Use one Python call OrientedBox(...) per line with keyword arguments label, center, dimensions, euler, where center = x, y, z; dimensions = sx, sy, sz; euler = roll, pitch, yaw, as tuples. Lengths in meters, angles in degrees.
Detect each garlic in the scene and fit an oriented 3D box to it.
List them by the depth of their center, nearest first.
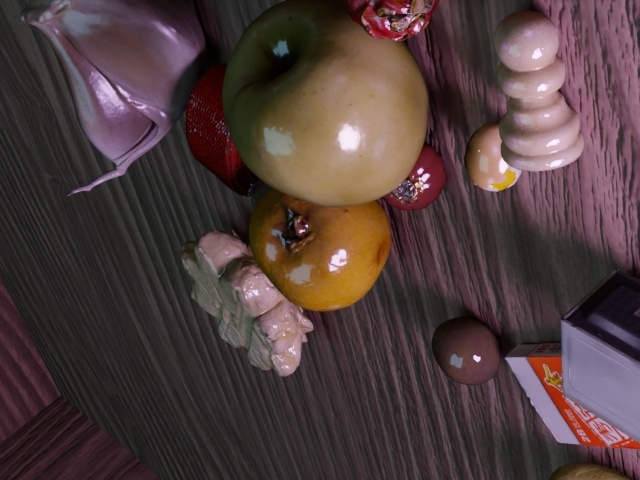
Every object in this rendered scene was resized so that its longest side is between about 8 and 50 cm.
OrientedBox(label="garlic", center=(-0.285, -0.252, 2.015), dimensions=(0.231, 0.246, 0.340), euler=(11, 119, 40))

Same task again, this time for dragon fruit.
OrientedBox(label="dragon fruit", center=(0.056, -0.307, 1.492), dimensions=(0.125, 0.125, 0.246), euler=(56, 169, -30))

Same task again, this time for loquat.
OrientedBox(label="loquat", center=(0.000, 0.000, 1.906), dimensions=(0.208, 0.208, 0.208), euler=(39, 153, 25))

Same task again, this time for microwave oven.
OrientedBox(label="microwave oven", center=(0.396, 0.148, 1.516), dimensions=(0.205, 0.129, 0.163), euler=(32, 147, 35))

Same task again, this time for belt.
OrientedBox(label="belt", center=(-0.120, -0.160, 1.979), dimensions=(0.124, 0.128, 0.201), euler=(38, 151, 28))

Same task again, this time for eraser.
OrientedBox(label="eraser", center=(0.362, 0.209, 1.763), dimensions=(0.157, 0.038, 0.230), euler=(56, 155, -11))

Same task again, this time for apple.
OrientedBox(label="apple", center=(0.009, -0.171, 1.609), dimensions=(0.262, 0.262, 0.262), euler=(39, 153, 25))

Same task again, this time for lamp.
OrientedBox(label="lamp", center=(0.116, -0.087, 1.723), dimensions=(0.101, 0.090, 0.101), euler=(9, 126, 12))

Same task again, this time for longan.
OrientedBox(label="longan", center=(0.211, 0.161, 1.895), dimensions=(0.113, 0.092, 0.113), euler=(38, 164, 13))

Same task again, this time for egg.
OrientedBox(label="egg", center=(0.208, -0.103, 1.564), dimensions=(0.071, 0.071, 0.083), euler=(36, 145, 31))

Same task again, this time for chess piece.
OrientedBox(label="chess piece", center=(0.235, -0.169, 1.424), dimensions=(0.094, 0.094, 0.170), euler=(25, 136, 45))

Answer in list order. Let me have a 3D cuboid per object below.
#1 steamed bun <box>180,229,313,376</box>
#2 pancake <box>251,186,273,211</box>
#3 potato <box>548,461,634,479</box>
OrientedBox(label="steamed bun", center=(-0.123, 0.089, 2.326), dimensions=(0.292, 0.137, 0.295), euler=(60, 160, -20))
OrientedBox(label="pancake", center=(-0.031, -0.008, 2.128), dimensions=(0.242, 0.050, 0.242), euler=(38, 153, 24))
OrientedBox(label="potato", center=(0.415, 0.407, 1.821), dimensions=(0.248, 0.143, 0.169), euler=(34, 140, 34))
